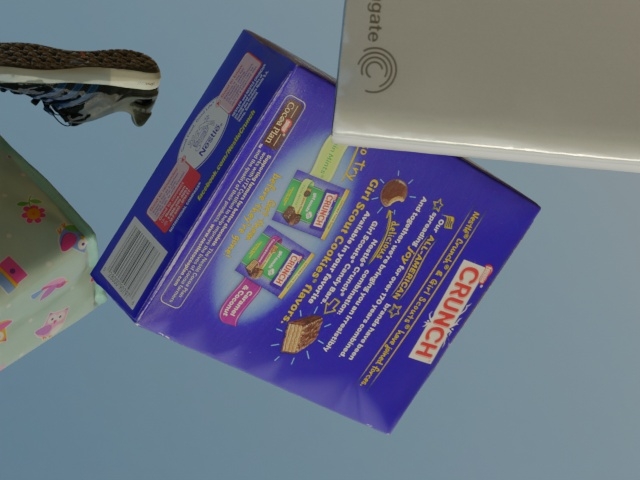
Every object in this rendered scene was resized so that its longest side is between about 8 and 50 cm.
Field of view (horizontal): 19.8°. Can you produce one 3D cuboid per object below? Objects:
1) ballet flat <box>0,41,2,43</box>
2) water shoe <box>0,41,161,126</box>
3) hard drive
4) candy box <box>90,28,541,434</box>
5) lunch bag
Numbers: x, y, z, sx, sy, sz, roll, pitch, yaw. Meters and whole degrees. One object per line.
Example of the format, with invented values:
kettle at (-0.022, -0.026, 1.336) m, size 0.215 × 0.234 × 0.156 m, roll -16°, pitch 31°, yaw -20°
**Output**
ballet flat at (-0.424, -0.225, 2.031) m, size 0.188 × 0.070 × 0.070 m, roll 23°, pitch -167°, yaw 18°
water shoe at (-0.263, -0.151, 1.864) m, size 0.203 × 0.080 × 0.073 m, roll 2°, pitch -151°, yaw -18°
hard drive at (0.193, -0.159, 1.121) m, size 0.047 × 0.353 × 0.233 m, roll 75°, pitch -159°, yaw -82°
candy box at (0.000, 0.000, 1.661) m, size 0.317 × 0.268 × 0.122 m, roll 28°, pitch -172°, yaw -35°
lunch bag at (-0.375, 0.003, 1.823) m, size 0.262 × 0.223 × 0.160 m, roll 44°, pitch 157°, yaw 26°
